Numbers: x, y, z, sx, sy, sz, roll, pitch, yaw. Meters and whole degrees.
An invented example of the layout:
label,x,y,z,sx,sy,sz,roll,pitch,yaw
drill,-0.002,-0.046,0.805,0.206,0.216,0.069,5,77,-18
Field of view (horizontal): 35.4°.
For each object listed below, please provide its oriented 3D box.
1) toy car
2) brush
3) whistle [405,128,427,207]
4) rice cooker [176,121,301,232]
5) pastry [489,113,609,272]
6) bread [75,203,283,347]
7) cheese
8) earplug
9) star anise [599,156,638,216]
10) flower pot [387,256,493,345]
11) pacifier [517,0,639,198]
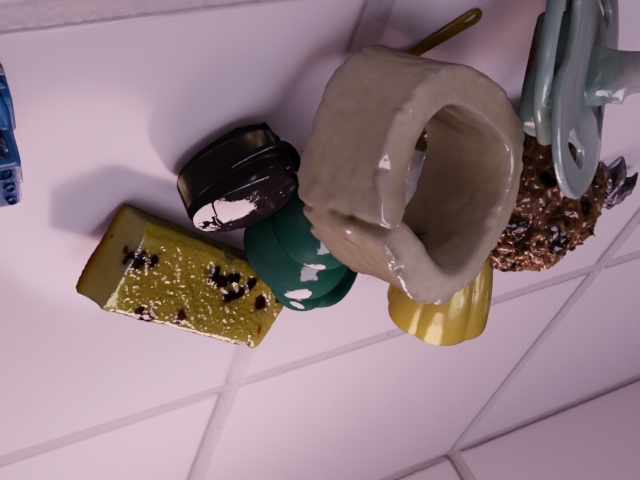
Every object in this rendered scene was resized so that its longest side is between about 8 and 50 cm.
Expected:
label,x,y,z,sx,sy,sz,roll,pitch,yaw
toy car,-0.362,-0.092,1.042,0.097,0.100,0.191,-15,145,-21
brush,0.131,-0.256,1.356,0.205,0.011,0.083,-32,152,1
whistle,0.121,-0.079,1.583,0.068,0.057,0.326,17,143,2
rice cooker,-0.106,-0.081,1.311,0.165,0.106,0.112,-36,152,1
pastry,0.326,-0.078,1.625,0.275,0.274,0.193,-19,-173,-22
bread,-0.178,0.064,1.450,0.361,0.077,0.138,24,97,-53
cheese,0.121,-0.088,1.307,0.332,0.153,0.292,37,79,-49
earplug,0.007,0.005,1.487,0.258,0.163,0.280,-8,158,-24
star anise,0.547,-0.083,1.995,0.205,0.061,0.180,-8,145,-38
flower pot,0.227,0.063,1.805,0.195,0.195,0.179,-16,137,-27
pacifier,0.402,-0.227,1.334,0.269,0.343,0.288,3,164,29
